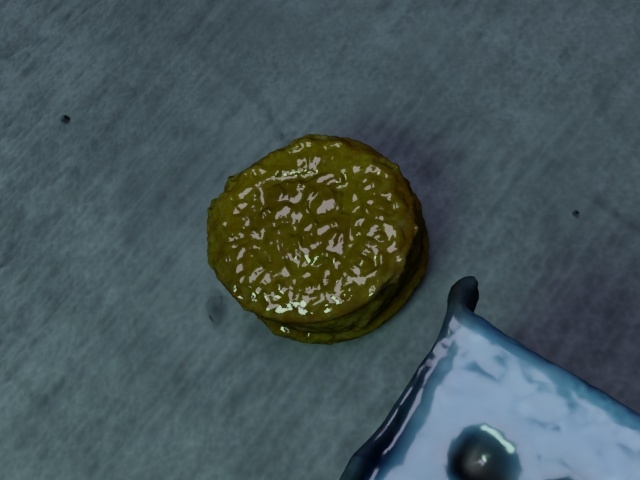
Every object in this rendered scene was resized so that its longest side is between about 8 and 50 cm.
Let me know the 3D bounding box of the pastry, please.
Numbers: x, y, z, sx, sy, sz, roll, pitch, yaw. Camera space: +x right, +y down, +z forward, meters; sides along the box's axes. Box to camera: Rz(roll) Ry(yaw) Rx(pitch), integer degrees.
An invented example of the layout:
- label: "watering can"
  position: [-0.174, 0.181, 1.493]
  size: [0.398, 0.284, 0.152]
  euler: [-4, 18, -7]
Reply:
- label: "pastry"
  position: [0.000, 0.000, 0.652]
  size: [0.188, 0.103, 0.189]
  euler: [-6, 64, 12]

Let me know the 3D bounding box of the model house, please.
- label: "model house"
  position: [0.159, 0.208, 0.437]
  size: [0.303, 0.237, 0.215]
  euler: [31, 75, 25]
